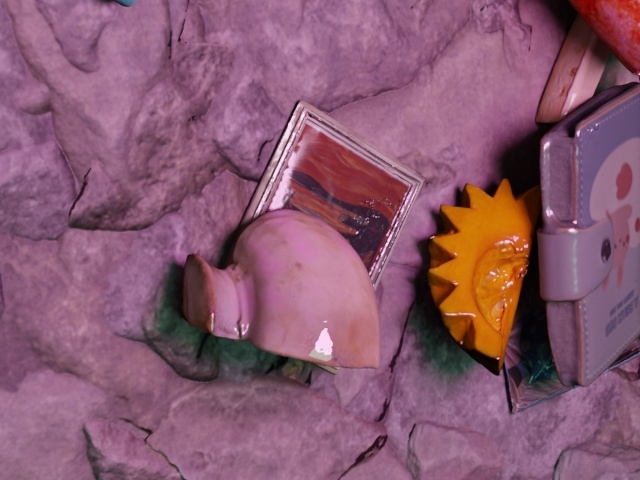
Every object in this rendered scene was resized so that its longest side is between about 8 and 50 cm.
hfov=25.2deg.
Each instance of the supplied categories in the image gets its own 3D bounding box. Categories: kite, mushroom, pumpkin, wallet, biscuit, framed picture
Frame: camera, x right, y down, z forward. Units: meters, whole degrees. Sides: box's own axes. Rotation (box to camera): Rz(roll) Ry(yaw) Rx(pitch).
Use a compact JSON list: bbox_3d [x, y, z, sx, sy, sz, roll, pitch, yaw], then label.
[{"bbox_3d":[0.327,0.093,1.929,0.335,0.011,0.314,32,80,-33],"label":"kite"},{"bbox_3d":[-0.017,0.049,1.593,0.236,0.173,0.162,11,89,-32],"label":"mushroom"},{"bbox_3d":[0.191,0.052,1.799,0.130,0.149,0.254,14,63,7],"label":"pumpkin"},{"bbox_3d":[0.349,-0.003,1.828,0.252,0.083,0.360,-29,120,-50],"label":"wallet"},{"bbox_3d":[0.342,-0.229,1.862,0.052,0.056,0.188,26,84,-33],"label":"biscuit"},{"bbox_3d":[0.000,0.000,1.707,0.216,0.016,0.273,28,82,-32],"label":"framed picture"}]

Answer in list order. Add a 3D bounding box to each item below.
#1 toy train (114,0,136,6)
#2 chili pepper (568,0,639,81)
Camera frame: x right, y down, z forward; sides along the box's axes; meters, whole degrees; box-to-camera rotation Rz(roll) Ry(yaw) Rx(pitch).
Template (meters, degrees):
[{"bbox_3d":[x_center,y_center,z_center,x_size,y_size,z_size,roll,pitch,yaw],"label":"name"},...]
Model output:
[{"bbox_3d":[-0.255,-0.341,1.459,0.248,0.101,0.159,26,99,-32],"label":"toy train"},{"bbox_3d":[0.379,-0.359,1.759,0.305,0.229,0.251,43,70,4],"label":"chili pepper"}]
